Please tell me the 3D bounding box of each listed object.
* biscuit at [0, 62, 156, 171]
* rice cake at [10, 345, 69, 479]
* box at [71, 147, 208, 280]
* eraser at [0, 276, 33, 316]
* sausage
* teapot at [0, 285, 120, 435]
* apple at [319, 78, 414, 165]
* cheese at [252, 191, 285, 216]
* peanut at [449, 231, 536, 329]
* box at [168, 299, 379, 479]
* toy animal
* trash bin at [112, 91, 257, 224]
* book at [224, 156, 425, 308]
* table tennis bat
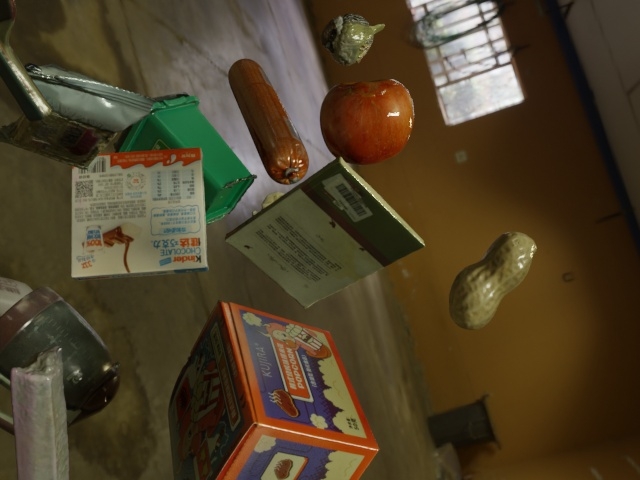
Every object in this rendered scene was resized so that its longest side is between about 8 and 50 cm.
[{"bbox_3d":[-0.409,-0.196,1.127,0.186,0.309,0.079,16,73,-30],"label":"biscuit"},{"bbox_3d":[-0.445,0.352,1.108,0.064,0.070,0.398,-76,173,-69],"label":"rice cake"},{"bbox_3d":[-0.374,-0.056,1.441,0.048,0.274,0.264,103,-16,-74],"label":"box"},{"bbox_3d":[-0.960,0.147,1.980,0.174,0.094,0.270,32,5,38],"label":"eraser"},{"bbox_3d":[-0.070,-0.157,0.868,0.347,0.053,0.053,-115,180,-54],"label":"sausage"},{"bbox_3d":[-0.653,0.319,1.662,0.312,0.233,0.315,40,55,1],"label":"teapot"},{"bbox_3d":[0.079,-0.200,1.180,0.163,0.164,0.139,-63,149,-76],"label":"apple"},{"bbox_3d":[-0.079,0.007,1.546,0.163,0.071,0.248,-87,162,-49],"label":"cheese"},{"bbox_3d":[0.380,0.086,1.571,0.124,0.256,0.123,36,5,-4],"label":"peanut"},{"bbox_3d":[-0.117,0.357,1.315,0.257,0.318,0.348,18,24,-25],"label":"box"},{"bbox_3d":[0.061,-0.410,1.382,0.137,0.098,0.098,-49,133,-28],"label":"toy animal"},{"bbox_3d":[-0.404,-0.249,2.145,0.381,0.259,0.295,46,33,8],"label":"trash bin"},{"bbox_3d":[0.000,0.000,1.122,0.201,0.289,0.026,42,43,-22],"label":"book"},{"bbox_3d":[-0.381,-0.252,0.758,0.021,0.154,0.274,-59,135,-41],"label":"table tennis bat"}]
